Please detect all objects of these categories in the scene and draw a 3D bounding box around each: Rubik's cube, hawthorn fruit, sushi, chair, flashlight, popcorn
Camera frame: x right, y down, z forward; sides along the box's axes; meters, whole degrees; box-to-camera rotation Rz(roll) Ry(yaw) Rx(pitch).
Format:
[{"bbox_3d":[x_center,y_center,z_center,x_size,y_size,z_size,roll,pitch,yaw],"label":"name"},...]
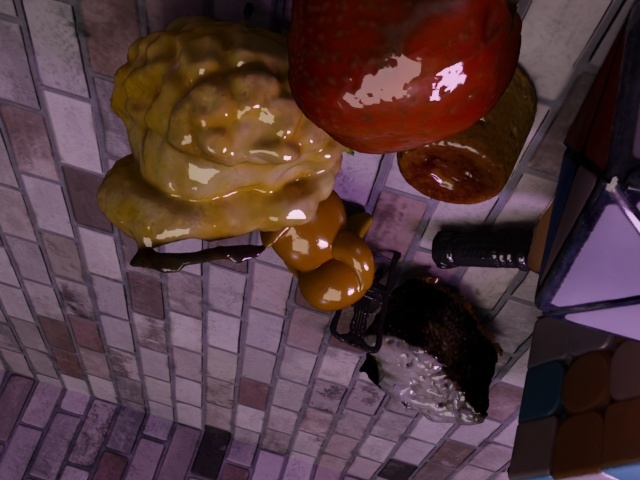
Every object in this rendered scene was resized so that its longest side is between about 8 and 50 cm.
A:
[{"bbox_3d":[0.591,0.314,1.529,0.347,0.346,0.344,28,150,-20],"label":"Rubik's cube"},{"bbox_3d":[0.099,-0.235,0.960,0.300,0.275,0.275,-12,141,22],"label":"hawthorn fruit"},{"bbox_3d":[0.212,0.218,1.716,0.234,0.207,0.348,4,145,35],"label":"sushi"},{"bbox_3d":[0.065,0.112,1.585,0.106,0.229,0.113,24,147,-10],"label":"chair"},{"bbox_3d":[0.300,0.014,1.450,0.232,0.093,0.093,3,148,34],"label":"flashlight"},{"bbox_3d":[0.459,-0.061,1.026,0.310,0.305,0.307,17,148,5],"label":"Rubik's cube"},{"bbox_3d":[-0.142,-0.124,1.180,0.349,0.381,0.349,22,166,6],"label":"popcorn"}]

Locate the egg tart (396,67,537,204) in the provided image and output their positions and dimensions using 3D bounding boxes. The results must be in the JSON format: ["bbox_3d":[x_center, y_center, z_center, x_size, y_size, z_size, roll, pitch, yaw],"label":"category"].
[{"bbox_3d":[0.185,-0.144,1.174,0.203,0.147,0.202,15,152,8],"label":"egg tart"}]

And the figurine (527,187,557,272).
[{"bbox_3d":[0.461,0.033,1.278,0.257,0.180,0.208,22,172,-8],"label":"figurine"}]

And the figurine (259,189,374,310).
[{"bbox_3d":[-0.008,-0.002,1.462,0.228,0.215,0.215,38,144,-29],"label":"figurine"}]

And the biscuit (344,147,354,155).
[{"bbox_3d":[0.044,-0.164,1.344,0.046,0.016,0.089,21,150,-6],"label":"biscuit"}]
